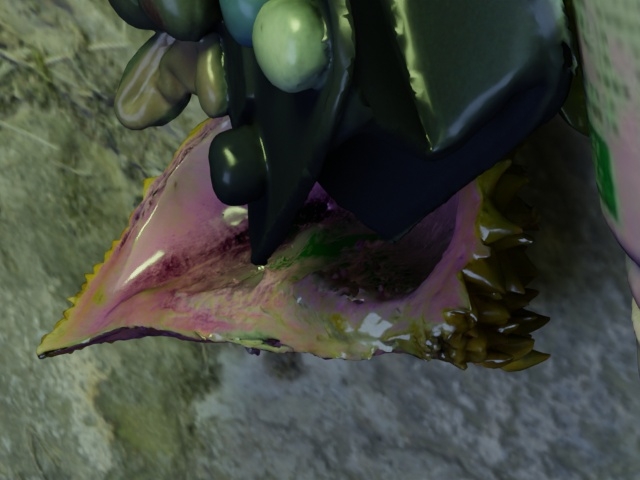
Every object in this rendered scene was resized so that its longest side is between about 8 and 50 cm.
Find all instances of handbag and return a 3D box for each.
[{"bbox_3d":[-0.033,-0.160,0.762,0.269,0.118,0.325,132,123,-70],"label":"handbag"}]

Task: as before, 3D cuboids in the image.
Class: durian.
[{"bbox_3d":[0.009,-0.008,0.924,0.260,0.154,0.186,16,105,36],"label":"durian"}]

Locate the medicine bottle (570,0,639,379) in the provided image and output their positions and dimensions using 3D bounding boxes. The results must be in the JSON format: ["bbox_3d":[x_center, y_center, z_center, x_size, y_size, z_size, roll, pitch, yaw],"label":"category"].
[{"bbox_3d":[0.199,-0.061,0.657,0.212,0.212,0.325,8,123,37],"label":"medicine bottle"}]

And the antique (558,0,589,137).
[{"bbox_3d":[0.117,-0.148,0.760,0.080,0.081,0.221,13,125,41],"label":"antique"}]
